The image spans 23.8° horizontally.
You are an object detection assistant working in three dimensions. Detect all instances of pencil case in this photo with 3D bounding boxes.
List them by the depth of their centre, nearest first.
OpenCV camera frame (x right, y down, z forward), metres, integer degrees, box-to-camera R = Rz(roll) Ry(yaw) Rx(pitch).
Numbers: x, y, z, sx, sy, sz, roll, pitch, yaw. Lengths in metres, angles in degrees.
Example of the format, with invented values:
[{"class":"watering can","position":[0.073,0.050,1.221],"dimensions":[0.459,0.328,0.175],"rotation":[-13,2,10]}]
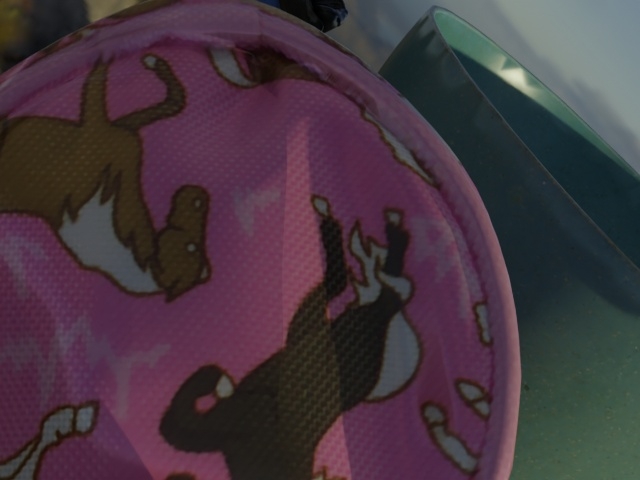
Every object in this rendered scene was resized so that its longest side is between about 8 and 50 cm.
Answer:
[{"class":"pencil case","position":[-0.039,0.071,0.488],"dimensions":[0.167,0.160,0.386],"rotation":[49,-13,12]}]

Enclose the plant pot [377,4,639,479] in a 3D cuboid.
[{"class":"plant pot","position":[0.090,0.053,0.766],"dimensions":[0.290,0.195,0.290],"rotation":[42,16,-14]}]

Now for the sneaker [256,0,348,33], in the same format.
[{"class":"sneaker","position":[-0.029,-0.099,0.786],"dimensions":[0.058,0.085,0.152],"rotation":[-82,175,-62]}]
